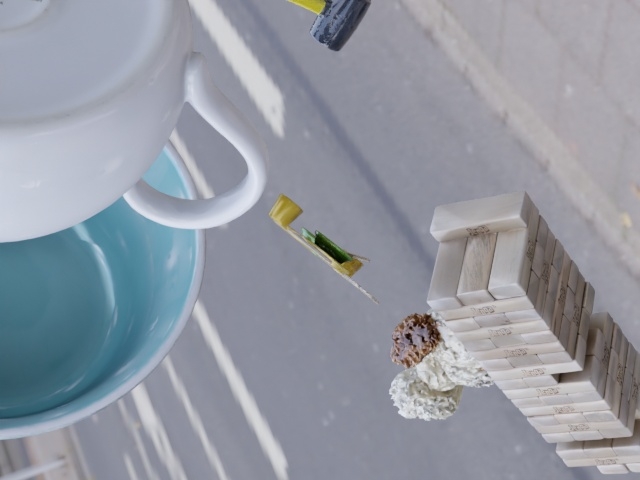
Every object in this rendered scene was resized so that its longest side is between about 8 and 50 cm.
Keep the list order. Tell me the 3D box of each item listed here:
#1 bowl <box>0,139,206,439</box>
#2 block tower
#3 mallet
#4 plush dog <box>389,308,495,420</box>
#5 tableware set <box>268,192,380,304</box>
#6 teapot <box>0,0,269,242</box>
[{"bbox_3d":[-0.255,0.028,1.050,0.311,0.312,0.163,66,161,17],"label":"bowl"},{"bbox_3d":[0.211,0.096,1.196,0.335,0.091,0.097,49,-136,-38],"label":"block tower"},{"bbox_3d":[-0.042,-0.224,1.217,0.062,0.190,0.039,-62,37,26],"label":"mallet"},{"bbox_3d":[0.209,0.121,1.698,0.225,0.263,0.210,45,-140,-79],"label":"plush dog"},{"bbox_3d":[0.000,0.000,1.065,0.104,0.024,0.154,38,179,25],"label":"tableware set"},{"bbox_3d":[-0.196,-0.090,0.796,0.256,0.253,0.187,51,149,21],"label":"teapot"}]
